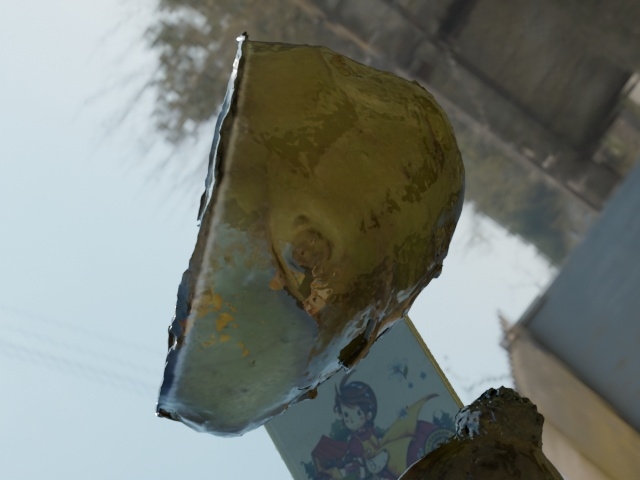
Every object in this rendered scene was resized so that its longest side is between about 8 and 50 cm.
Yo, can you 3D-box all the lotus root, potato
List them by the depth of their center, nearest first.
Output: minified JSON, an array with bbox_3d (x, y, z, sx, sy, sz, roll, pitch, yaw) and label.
[{"bbox_3d":[0.085,0.184,0.780,0.120,0.210,0.120,10,176,1],"label":"lotus root"},{"bbox_3d":[0.000,0.000,1.015,0.196,0.300,0.246,14,148,-3],"label":"potato"}]

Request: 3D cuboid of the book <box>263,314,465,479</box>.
[{"bbox_3d":[0.027,0.166,1.539,0.322,0.228,0.018,58,-155,18],"label":"book"}]
